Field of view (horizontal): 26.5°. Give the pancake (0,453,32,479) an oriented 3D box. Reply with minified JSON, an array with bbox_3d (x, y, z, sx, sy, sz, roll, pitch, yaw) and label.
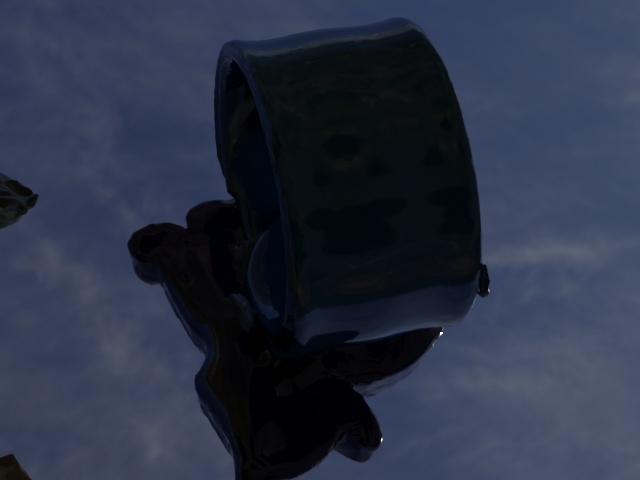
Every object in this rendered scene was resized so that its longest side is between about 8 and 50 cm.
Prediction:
[{"bbox_3d":[-0.146,0.169,0.339,0.382,0.071,0.382,45,-159,-23],"label":"pancake"}]

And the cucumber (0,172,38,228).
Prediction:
[{"bbox_3d":[-0.239,-0.077,0.464,0.303,0.081,0.072,39,-168,-24],"label":"cucumber"}]

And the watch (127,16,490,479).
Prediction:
[{"bbox_3d":[0.003,-0.007,0.701,0.171,0.200,0.196,-17,-125,-20],"label":"watch"}]
